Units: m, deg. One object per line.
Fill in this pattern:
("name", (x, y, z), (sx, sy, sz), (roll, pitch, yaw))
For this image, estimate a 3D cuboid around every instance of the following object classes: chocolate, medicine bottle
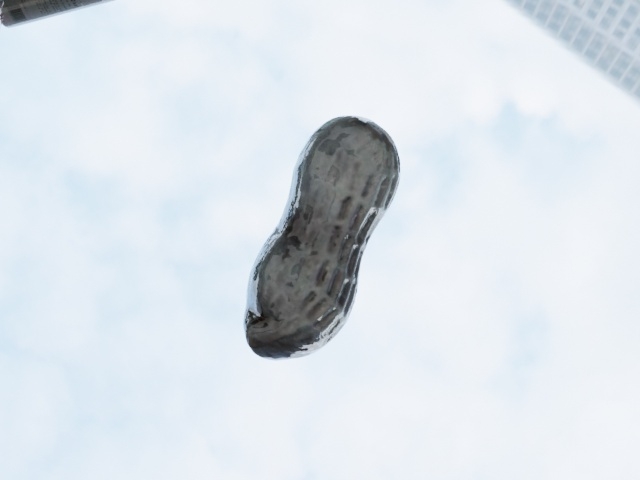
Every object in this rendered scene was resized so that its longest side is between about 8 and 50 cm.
("chocolate", (0.000, 0.000, 0.767), (0.072, 0.072, 0.167), (21, -87, 4))
("medicine bottle", (-0.268, -0.289, 1.346), (0.199, 0.057, 0.057), (-14, -107, 8))

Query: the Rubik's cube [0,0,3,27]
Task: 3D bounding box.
("Rubik's cube", (-0.256, -0.161, 0.755), (0.092, 0.092, 0.092), (3, -147, -4))
